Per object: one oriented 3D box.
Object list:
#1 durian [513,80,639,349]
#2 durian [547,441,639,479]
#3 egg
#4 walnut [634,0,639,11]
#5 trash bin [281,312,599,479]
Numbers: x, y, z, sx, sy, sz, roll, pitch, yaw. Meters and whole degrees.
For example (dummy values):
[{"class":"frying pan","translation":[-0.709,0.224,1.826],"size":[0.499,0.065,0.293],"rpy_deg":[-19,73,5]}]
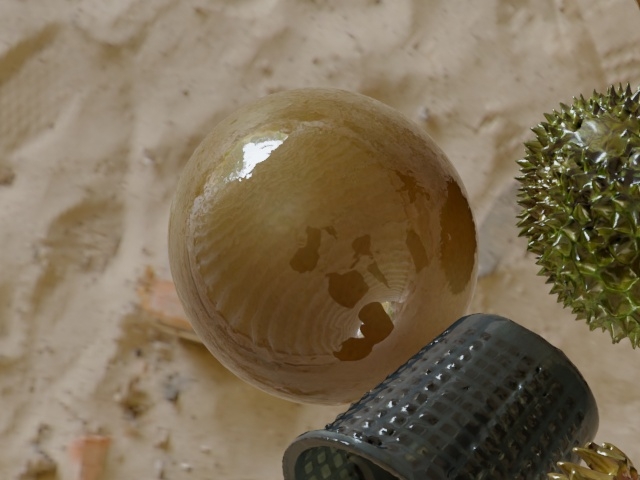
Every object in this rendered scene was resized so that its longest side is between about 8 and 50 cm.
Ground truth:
[{"class":"durian","translation":[0.313,-0.028,1.569],"size":[0.291,0.224,0.291],"rpy_deg":[-2,67,5]},{"class":"durian","translation":[0.112,0.221,0.822],"size":[0.112,0.191,0.341],"rpy_deg":[-19,31,29]},{"class":"egg","translation":[0.000,0.000,1.558],"size":[0.282,0.282,0.351],"rpy_deg":[-43,27,11]},{"class":"walnut","translation":[0.255,-0.152,0.858],"size":[0.207,0.159,0.159],"rpy_deg":[-13,71,-6]},{"class":"trash bin","translation":[0.092,0.138,1.086],"size":[0.175,0.175,0.161],"rpy_deg":[30,59,28]}]
